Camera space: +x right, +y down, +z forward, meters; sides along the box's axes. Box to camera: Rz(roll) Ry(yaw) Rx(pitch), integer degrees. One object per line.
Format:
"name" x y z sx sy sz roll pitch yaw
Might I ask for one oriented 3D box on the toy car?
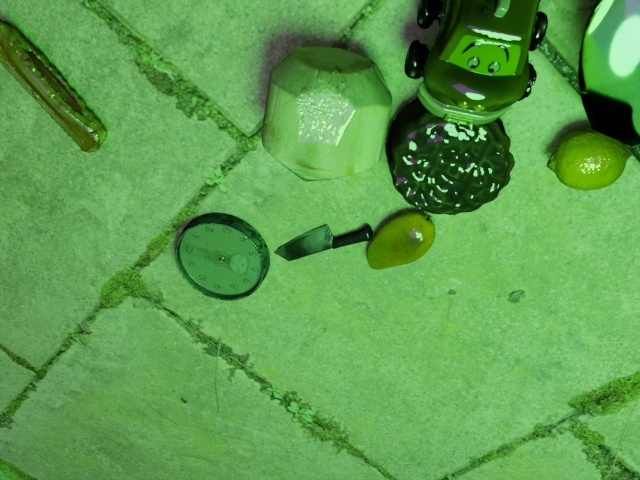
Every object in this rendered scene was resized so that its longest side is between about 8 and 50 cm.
"toy car" 0.241 -0.310 0.809 0.204 0.198 0.248 13 90 3

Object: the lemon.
"lemon" 0.464 -0.141 0.960 0.133 0.109 0.109 -3 120 21

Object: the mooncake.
"mooncake" 0.228 -0.149 0.993 0.228 0.124 0.228 4 122 7

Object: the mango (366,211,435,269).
"mango" 0.162 0.005 1.135 0.101 0.066 0.187 44 125 -14

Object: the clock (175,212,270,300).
"clock" -0.222 0.042 1.239 0.215 0.042 0.215 5 121 8

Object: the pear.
"pear" 0.566 -0.317 0.789 0.398 0.165 0.399 5 133 5

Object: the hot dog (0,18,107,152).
"hot dog" -0.532 -0.300 1.083 0.083 0.068 0.289 -13 124 44

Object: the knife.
"knife" 0.000 0.000 1.187 0.230 0.028 0.060 -17 104 23

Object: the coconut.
"coconut" 0.008 -0.205 0.953 0.241 0.241 0.241 5 121 8
